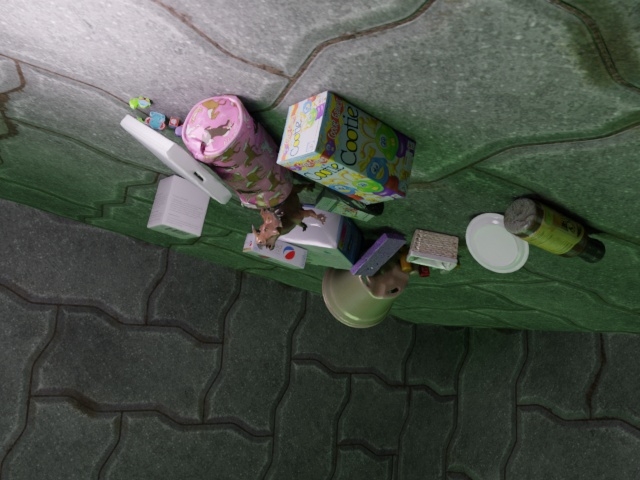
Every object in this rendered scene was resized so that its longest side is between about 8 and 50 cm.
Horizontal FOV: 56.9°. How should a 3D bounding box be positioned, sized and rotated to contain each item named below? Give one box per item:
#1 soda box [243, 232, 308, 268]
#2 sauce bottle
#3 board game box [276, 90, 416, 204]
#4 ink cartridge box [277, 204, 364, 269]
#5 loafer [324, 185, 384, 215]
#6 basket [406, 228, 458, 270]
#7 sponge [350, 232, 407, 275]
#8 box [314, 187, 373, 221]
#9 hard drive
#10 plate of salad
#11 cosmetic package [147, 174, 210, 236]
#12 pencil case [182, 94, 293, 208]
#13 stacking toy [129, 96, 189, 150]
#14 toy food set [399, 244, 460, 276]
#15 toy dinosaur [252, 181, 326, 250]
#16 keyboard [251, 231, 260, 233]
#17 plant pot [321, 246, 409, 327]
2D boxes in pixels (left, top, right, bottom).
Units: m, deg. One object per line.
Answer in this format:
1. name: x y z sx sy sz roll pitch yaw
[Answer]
1. soda box: -0.155 0.037 2.051 0.216 0.069 0.074 21 164 -29
2. sauce bottle: 0.656 -0.018 1.632 0.344 0.111 0.111 19 165 -31
3. board game box: 0.064 -0.199 1.334 0.275 0.144 0.142 21 164 -35
4. ink cartridge box: 0.000 0.000 2.209 0.270 0.151 0.395 8 164 19
5. loafer: 0.098 -0.136 1.735 0.223 0.076 0.078 28 166 -35
6. basket: 0.398 0.032 2.086 0.167 0.103 0.113 12 167 3
7. sponge: 0.213 0.054 2.185 0.117 0.031 0.210 8 133 -46
8. box: 0.085 -0.114 1.906 0.186 0.038 0.145 14 167 -10
9. hard drive: -0.360 -0.203 1.457 0.307 0.040 0.203 32 171 48
10. plate of salad: 0.532 0.005 1.773 0.199 0.200 0.048 0 -155 43
11. cosmetic package: -0.505 -0.116 2.115 0.151 0.184 0.151 21 164 -33
12. pencil case: -0.195 -0.207 1.476 0.160 0.167 0.386 -9 159 13
13. stacking toy: -0.395 -0.297 1.551 0.221 0.052 0.167 17 166 -15
14. toy food set: 0.424 0.074 2.327 0.232 0.105 0.111 -5 153 -3
15. toy dinosaur: -0.111 -0.110 1.742 0.200 0.296 0.127 14 133 -29
16. keyboard: -0.139 -0.002 2.598 0.317 0.033 0.201 2 157 41
17. plant pot: 0.207 0.167 2.438 0.333 0.334 0.305 15 157 -12
